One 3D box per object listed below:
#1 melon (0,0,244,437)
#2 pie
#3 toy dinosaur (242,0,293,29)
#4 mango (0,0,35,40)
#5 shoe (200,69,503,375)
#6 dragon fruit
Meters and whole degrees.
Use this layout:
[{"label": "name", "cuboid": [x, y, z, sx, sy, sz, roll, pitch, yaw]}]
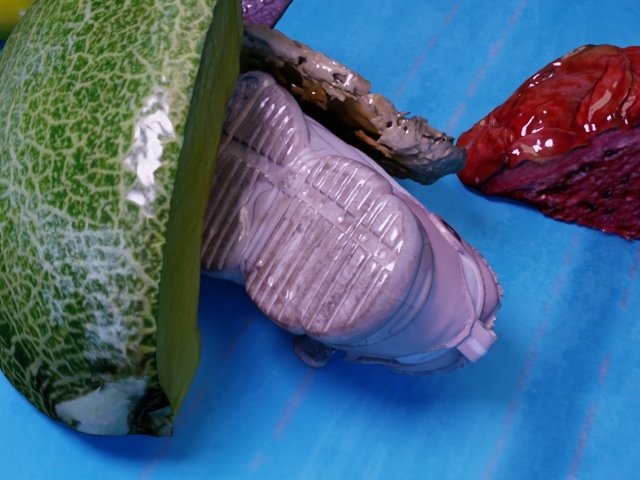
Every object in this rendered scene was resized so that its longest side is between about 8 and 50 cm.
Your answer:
[{"label": "melon", "cuboid": [-0.154, -0.038, 1.023, 0.226, 0.331, 0.344, 41, 37, -33]}, {"label": "pie", "cuboid": [0.015, -0.125, 1.243, 0.274, 0.055, 0.274, 30, -3, 2]}, {"label": "toy dinosaur", "cuboid": [-0.074, -0.211, 1.314, 0.251, 0.200, 0.072, -3, 74, 16]}, {"label": "mango", "cuboid": [-0.295, -0.298, 1.309, 0.185, 0.149, 0.273, 35, 33, -19]}, {"label": "shoe", "cuboid": [-0.002, 0.002, 1.147, 0.198, 0.172, 0.351, 33, 8, -42]}, {"label": "dragon fruit", "cuboid": [0.306, -0.090, 1.408, 0.330, 0.302, 0.240, -10, 82, -15]}]
